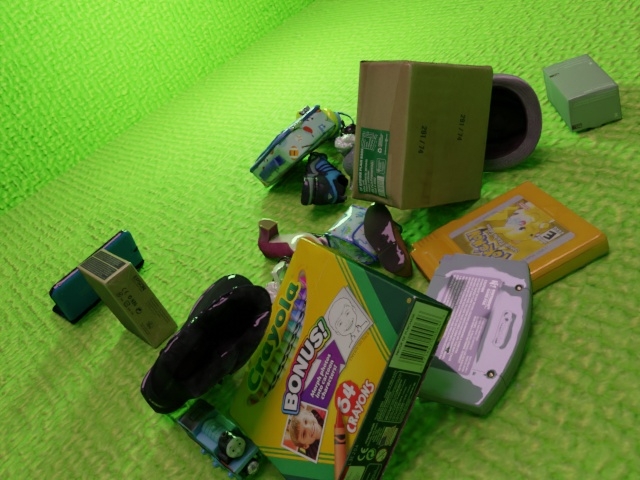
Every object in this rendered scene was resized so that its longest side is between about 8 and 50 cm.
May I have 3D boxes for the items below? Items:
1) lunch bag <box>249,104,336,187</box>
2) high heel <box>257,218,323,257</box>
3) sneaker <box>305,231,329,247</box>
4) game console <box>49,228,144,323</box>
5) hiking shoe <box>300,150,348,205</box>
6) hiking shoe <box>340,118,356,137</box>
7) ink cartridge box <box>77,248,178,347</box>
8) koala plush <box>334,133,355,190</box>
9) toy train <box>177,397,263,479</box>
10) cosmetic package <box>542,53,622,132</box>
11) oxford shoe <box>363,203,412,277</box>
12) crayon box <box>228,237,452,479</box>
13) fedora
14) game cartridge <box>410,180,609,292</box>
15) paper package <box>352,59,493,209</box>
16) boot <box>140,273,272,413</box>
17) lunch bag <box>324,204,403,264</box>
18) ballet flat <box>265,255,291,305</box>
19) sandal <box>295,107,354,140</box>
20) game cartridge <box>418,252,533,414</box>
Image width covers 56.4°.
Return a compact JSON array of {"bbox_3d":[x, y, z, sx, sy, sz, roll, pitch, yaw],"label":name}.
[{"bbox_3d":[-0.095,-0.293,1.882,0.243,0.115,0.303,-45,5,-30],"label":"lunch bag"},{"bbox_3d":[-0.073,0.035,1.566,0.244,0.117,0.082,23,45,29],"label":"high heel"},{"bbox_3d":[0.000,0.000,1.574,0.057,0.047,0.119,-23,27,-34],"label":"sneaker"},{"bbox_3d":[-0.719,0.096,1.855,0.173,0.250,0.293,30,60,24],"label":"game console"},{"bbox_3d":[0.016,-0.174,1.775,0.132,0.113,0.304,8,30,-1],"label":"hiking shoe"},{"bbox_3d":[0.103,-0.297,1.844,0.086,0.114,0.227,-30,32,-3],"label":"hiking shoe"},{"bbox_3d":[-0.499,0.147,1.545,0.088,0.235,0.193,-43,36,-24],"label":"ink cartridge box"},{"bbox_3d":[0.162,-0.231,1.657,0.221,0.196,0.203,-20,21,13],"label":"koala plush"},{"bbox_3d":[-0.185,0.371,1.111,0.080,0.105,0.184,-44,35,-25],"label":"toy train"},{"bbox_3d":[0.676,-0.386,1.556,0.127,0.107,0.238,-17,30,12],"label":"cosmetic package"},{"bbox_3d":[0.157,0.001,1.381,0.076,0.076,0.212,-33,50,21],"label":"oxford shoe"},{"bbox_3d":[0.015,0.214,1.014,0.313,0.106,0.363,26,94,50],"label":"crayon box"},{"bbox_3d":[0.454,-0.303,1.537,0.275,0.244,0.124,-10,6,41],"label":"fedora"},{"bbox_3d":[0.374,0.016,1.255,0.323,0.053,0.285,-28,32,-1],"label":"game cartridge"},{"bbox_3d":[0.238,-0.253,1.401,0.309,0.325,0.168,-9,18,-37],"label":"paper package"},{"bbox_3d":[-0.197,0.160,1.171,0.367,0.146,0.445,-59,4,-29],"label":"boot"},{"bbox_3d":[0.107,-0.010,1.460,0.151,0.096,0.129,20,51,33],"label":"lunch bag"},{"bbox_3d":[-0.103,0.113,1.455,0.074,0.074,0.203,-11,36,25],"label":"ballet flat"},{"bbox_3d":[0.010,-0.392,2.073,0.138,0.126,0.317,-1,12,-28],"label":"sandal"},{"bbox_3d":[0.268,0.159,1.074,0.198,0.062,0.297,10,58,31],"label":"game cartridge"}]
